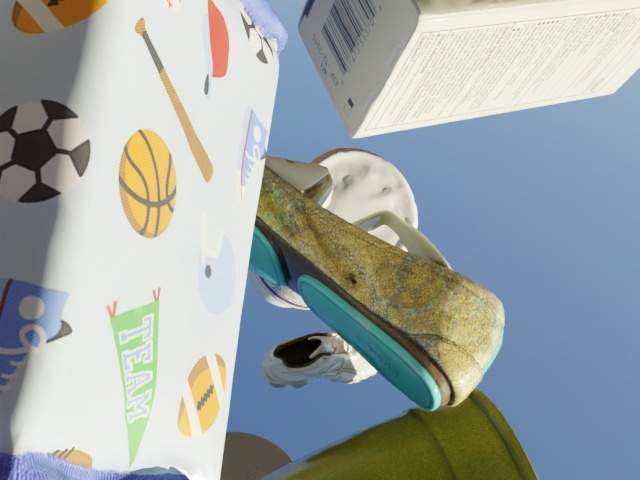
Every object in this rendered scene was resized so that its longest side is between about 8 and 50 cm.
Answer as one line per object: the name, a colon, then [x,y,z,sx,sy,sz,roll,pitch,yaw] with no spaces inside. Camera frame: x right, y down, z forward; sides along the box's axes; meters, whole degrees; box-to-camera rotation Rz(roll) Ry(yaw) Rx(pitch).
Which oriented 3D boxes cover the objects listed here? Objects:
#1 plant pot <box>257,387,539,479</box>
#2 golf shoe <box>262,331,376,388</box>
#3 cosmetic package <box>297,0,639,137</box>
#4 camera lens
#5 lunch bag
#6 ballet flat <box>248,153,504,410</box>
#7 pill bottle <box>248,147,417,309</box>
plant pot: [0.034,0.373,0.942,0.353,0.366,0.366,-12,-149,-10]
golf shoe: [0.015,0.143,1.127,0.176,0.086,0.069,-13,-113,-11]
cosmetic package: [0.150,-0.197,0.759,0.296,0.153,0.129,-12,-116,-27]
camera lens: [-0.163,0.489,1.515,0.219,0.274,0.219,16,-148,-10]
lunch bag: [-0.238,-0.014,0.531,0.385,0.328,0.239,-2,157,20]
ballet flat: [0.000,0.000,0.741,0.348,0.123,0.123,35,-148,22]
pill bottle: [-0.001,0.001,1.228,0.169,0.169,0.301,3,163,-20]
